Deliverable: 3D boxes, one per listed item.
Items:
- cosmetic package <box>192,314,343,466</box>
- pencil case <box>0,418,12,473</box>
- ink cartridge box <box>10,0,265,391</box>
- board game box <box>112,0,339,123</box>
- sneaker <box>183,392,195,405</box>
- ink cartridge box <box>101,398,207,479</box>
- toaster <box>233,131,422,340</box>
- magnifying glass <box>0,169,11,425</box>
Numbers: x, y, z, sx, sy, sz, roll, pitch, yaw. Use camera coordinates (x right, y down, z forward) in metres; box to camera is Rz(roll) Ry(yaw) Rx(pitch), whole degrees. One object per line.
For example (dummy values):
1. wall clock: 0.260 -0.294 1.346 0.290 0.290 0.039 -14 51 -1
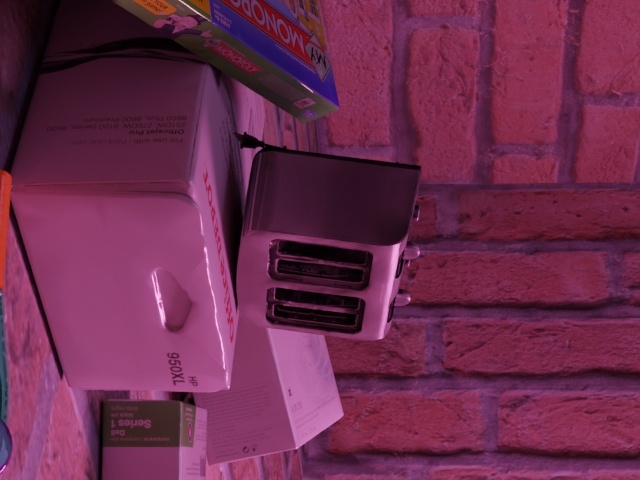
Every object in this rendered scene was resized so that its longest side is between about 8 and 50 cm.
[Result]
1. cosmetic package: -0.082 0.171 1.981 0.224 0.138 0.224 -17 92 -72
2. pencil case: -0.247 0.112 0.915 0.070 0.064 0.151 56 -12 27
3. ink cartridge box: -0.160 -0.090 1.377 0.285 0.166 0.395 84 7 -46
4. board game box: -0.089 -0.254 1.274 0.317 0.046 0.213 27 48 -59
5. sneaker: -0.162 0.213 1.997 0.075 0.057 0.161 93 3 -58
6. ink cartridge box: -0.181 0.288 1.551 0.160 0.093 0.219 63 27 -79
7. toaster: 0.000 0.000 1.346 0.168 0.186 0.110 97 0 -53
8. magnifying glass: -0.255 0.060 1.087 0.092 0.026 0.231 67 22 -78
